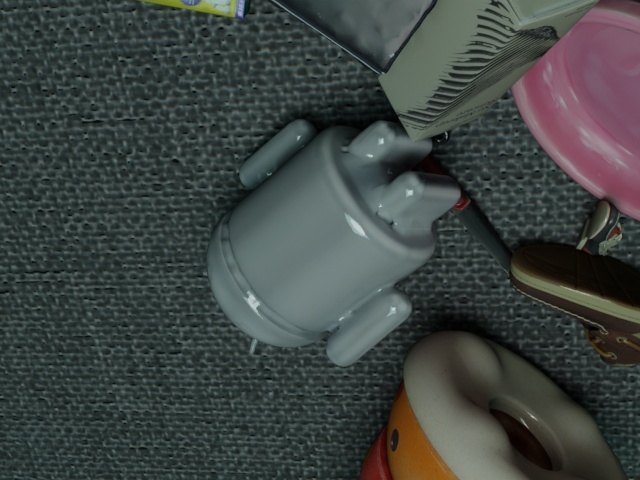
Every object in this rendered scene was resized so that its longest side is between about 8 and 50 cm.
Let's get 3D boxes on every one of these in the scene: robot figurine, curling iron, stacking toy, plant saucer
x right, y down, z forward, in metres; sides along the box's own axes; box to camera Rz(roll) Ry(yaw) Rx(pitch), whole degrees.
[{"bbox_3d":[0.000,0.000,1.303,0.353,0.200,0.300,-38,65,29],"label":"robot figurine"},{"bbox_3d":[0.181,-0.061,1.342,0.068,0.035,0.274,-25,110,21],"label":"curling iron"},{"bbox_3d":[0.133,0.386,1.386,0.351,0.350,0.480,35,113,-9],"label":"stacking toy"},{"bbox_3d":[0.362,-0.144,1.157,0.332,0.332,0.084,47,71,-15],"label":"plant saucer"}]

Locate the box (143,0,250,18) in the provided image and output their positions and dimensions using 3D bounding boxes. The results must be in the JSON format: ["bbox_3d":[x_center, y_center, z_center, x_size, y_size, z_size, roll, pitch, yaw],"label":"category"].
[{"bbox_3d":[-0.168,-0.330,1.256,0.179,0.043,0.105,11,118,5],"label":"box"}]

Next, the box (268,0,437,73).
[{"bbox_3d":[0.089,-0.364,1.051,0.183,0.294,0.296,34,117,-4],"label":"box"}]

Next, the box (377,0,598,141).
[{"bbox_3d":[0.167,-0.210,1.114,0.113,0.275,0.094,-23,79,-22],"label":"box"}]

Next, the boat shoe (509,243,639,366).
[{"bbox_3d":[0.388,0.110,1.353,0.342,0.123,0.123,18,118,-7],"label":"boat shoe"}]

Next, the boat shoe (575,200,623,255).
[{"bbox_3d":[0.346,-0.011,1.298,0.043,0.137,0.049,20,76,7],"label":"boat shoe"}]
